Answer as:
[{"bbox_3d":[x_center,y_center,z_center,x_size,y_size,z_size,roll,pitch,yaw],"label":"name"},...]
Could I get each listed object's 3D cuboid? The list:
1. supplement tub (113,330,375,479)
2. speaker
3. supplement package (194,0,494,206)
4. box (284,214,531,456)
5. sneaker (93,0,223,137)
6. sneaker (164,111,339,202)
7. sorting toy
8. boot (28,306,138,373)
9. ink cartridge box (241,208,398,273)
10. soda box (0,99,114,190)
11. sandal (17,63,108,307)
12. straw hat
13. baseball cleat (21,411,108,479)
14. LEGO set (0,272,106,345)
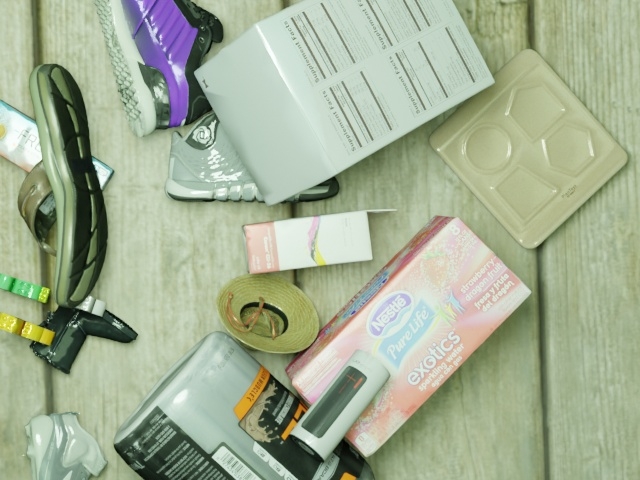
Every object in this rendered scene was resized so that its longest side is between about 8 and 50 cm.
[{"bbox_3d":[-0.077,0.294,1.657,0.338,0.207,0.207,43,87,-6],"label":"supplement tub"},{"bbox_3d":[0.024,0.197,1.573,0.055,0.055,0.136,42,73,-5],"label":"speaker"},{"bbox_3d":[0.028,-0.201,1.615,0.263,0.199,0.198,-31,95,-28],"label":"supplement package"},{"bbox_3d":[0.108,0.119,1.697,0.300,0.154,0.142,-45,95,-2],"label":"box"},{"bbox_3d":[-0.204,-0.286,1.689,0.146,0.102,0.293,-13,90,-18],"label":"sneaker"},{"bbox_3d":[-0.088,-0.115,1.707,0.229,0.086,0.132,0,89,-5],"label":"sneaker"},{"bbox_3d":[0.280,-0.123,1.769,0.193,0.038,0.208,-43,91,-3],"label":"sorting toy"},{"bbox_3d":[-0.312,0.128,1.710,0.121,0.045,0.099,33,86,1],"label":"boot"},{"bbox_3d":[0.000,0.000,1.701,0.198,0.115,0.067,-7,91,-5],"label":"ink cartridge box"},{"bbox_3d":[-0.359,-0.113,1.691,0.183,0.058,0.063,32,88,-7],"label":"soda box"},{"bbox_3d":[-0.329,-0.065,1.621,0.086,0.120,0.302,-10,86,11],"label":"sandal"},{"bbox_3d":[-0.080,0.112,1.722,0.145,0.144,0.061,24,130,-6],"label":"straw hat"},{"bbox_3d":[-0.328,0.326,1.702,0.110,0.072,0.205,-6,96,-12],"label":"baseball cleat"},{"bbox_3d":[-0.398,0.079,1.650,0.227,0.093,0.087,17,83,4],"label":"LEGO set"}]
